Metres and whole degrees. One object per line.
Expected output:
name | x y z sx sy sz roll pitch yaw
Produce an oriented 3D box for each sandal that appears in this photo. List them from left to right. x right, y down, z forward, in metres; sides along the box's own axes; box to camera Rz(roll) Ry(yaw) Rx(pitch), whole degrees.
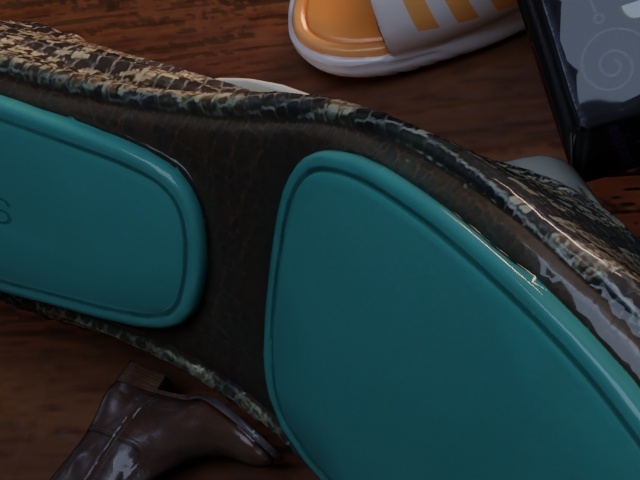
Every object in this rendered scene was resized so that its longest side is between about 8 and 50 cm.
sandal | 0.101 -0.162 0.681 0.265 0.076 0.102 -15 58 13

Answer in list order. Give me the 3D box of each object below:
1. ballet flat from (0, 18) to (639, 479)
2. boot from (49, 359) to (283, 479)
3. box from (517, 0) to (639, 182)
ballet flat | 0.000 0.000 0.584 0.482 0.164 0.182 24 32 32
boot | -0.082 0.118 0.619 0.106 0.037 0.114 17 66 42
box | 0.207 -0.144 0.550 0.270 0.143 0.165 -16 82 7
